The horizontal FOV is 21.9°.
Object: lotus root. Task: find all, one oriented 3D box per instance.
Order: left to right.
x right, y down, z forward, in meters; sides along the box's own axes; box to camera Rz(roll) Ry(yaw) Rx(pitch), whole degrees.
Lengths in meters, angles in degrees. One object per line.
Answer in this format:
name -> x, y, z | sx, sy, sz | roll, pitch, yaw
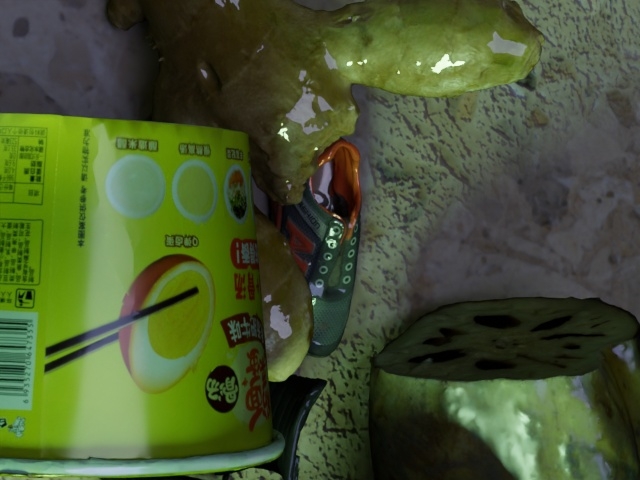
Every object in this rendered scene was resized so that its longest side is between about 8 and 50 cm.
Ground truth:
lotus root -> 0.177, 0.230, 1.376 | 0.250, 0.250, 0.346 | -16, 102, -28

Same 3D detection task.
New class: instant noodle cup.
instant noodle cup -> -0.166, 0.030, 1.128 | 0.311, 0.311, 0.221 | 3, 92, -30

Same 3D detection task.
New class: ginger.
ginger -> -0.069, -0.115, 1.265 | 0.348, 0.122, 0.363 | 38, 109, 5

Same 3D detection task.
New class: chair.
chair -> -0.095, 0.194, 1.273 | 0.145, 0.140, 0.221 | 21, 81, -30

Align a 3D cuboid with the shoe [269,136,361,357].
shoe -> 0.000, 0.002, 1.347 | 0.074, 0.077, 0.194 | -4, 95, -30
